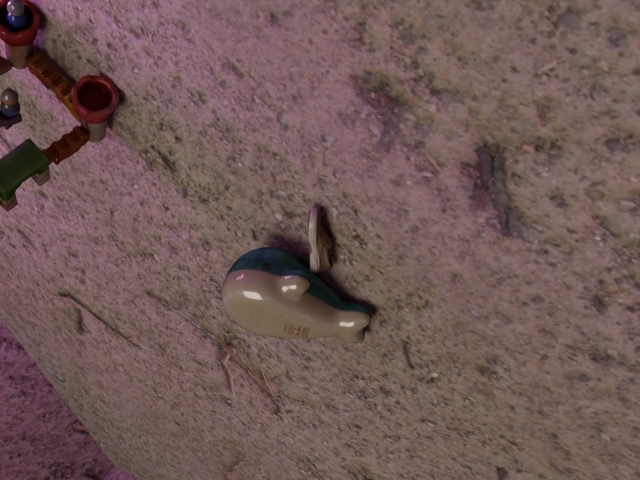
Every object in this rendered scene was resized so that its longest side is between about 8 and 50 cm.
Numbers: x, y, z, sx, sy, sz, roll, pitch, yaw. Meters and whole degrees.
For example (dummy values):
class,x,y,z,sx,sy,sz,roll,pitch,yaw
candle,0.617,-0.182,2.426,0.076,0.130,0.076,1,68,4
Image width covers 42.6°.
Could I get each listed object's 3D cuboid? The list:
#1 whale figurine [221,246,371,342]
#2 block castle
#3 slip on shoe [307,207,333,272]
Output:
class,x,y,z,sx,sy,sz,roll,pitch,yaw
whale figurine,-0.039,0.100,1.487,0.272,0.141,0.216,14,147,4
block castle,-0.625,-0.215,1.484,0.303,0.453,0.213,45,156,2
slip on shoe,0.000,0.000,1.384,0.041,0.051,0.135,-2,128,0
